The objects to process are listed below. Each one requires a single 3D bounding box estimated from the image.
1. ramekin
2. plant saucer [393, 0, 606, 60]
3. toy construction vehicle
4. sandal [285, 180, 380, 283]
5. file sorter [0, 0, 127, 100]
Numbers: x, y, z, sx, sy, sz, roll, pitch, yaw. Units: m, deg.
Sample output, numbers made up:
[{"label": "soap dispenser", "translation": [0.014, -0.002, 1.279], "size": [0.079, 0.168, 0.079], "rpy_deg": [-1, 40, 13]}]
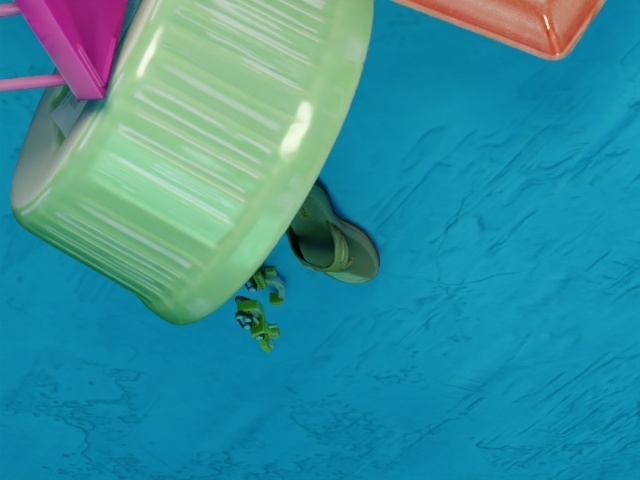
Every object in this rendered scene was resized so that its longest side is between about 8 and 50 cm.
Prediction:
[{"label": "ramekin", "translation": [-0.105, -0.104, 1.085], "size": [0.148, 0.303, 0.303], "rpy_deg": [27, 141, -20]}, {"label": "plant saucer", "translation": [0.115, -0.267, 0.976], "size": [0.259, 0.048, 0.258], "rpy_deg": [17, 127, -21]}, {"label": "toy construction vehicle", "translation": [-0.058, 0.065, 1.531], "size": [0.035, 0.086, 0.098], "rpy_deg": [-12, 144, 12]}, {"label": "sandal", "translation": [0.000, 0.000, 1.455], "size": [0.072, 0.049, 0.180], "rpy_deg": [-11, 144, 22]}, {"label": "file sorter", "translation": [-0.246, -0.244, 0.881], "size": [0.182, 0.202, 0.291], "rpy_deg": [-4, 146, 16]}]
